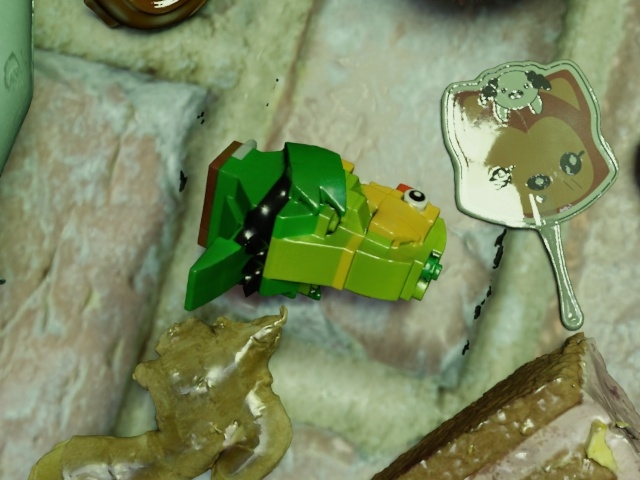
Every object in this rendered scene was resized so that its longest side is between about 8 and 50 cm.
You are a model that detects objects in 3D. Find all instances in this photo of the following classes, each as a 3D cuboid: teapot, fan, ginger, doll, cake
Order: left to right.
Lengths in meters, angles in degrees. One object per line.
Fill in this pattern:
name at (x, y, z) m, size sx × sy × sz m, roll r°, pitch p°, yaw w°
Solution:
teapot at (-0.133, -0.223, 0.635) m, size 0.129 × 0.078 × 0.098 m, roll -47°, pitch 124°, yaw 7°
ginger at (-0.114, 0.130, 0.591) m, size 0.214 × 0.059 × 0.132 m, roll -14°, pitch 90°, yaw 1°
doll at (-0.001, -0.006, 0.574) m, size 0.186 × 0.106 × 0.134 m, roll 5°, pitch 41°, yaw -13°
cake at (0.107, 0.187, 0.556) m, size 0.295 × 0.113 × 0.116 m, roll -40°, pitch 81°, yaw 2°
fan at (0.172, -0.037, 0.628) m, size 0.132 × 0.009 × 0.219 m, roll -11°, pitch 81°, yaw 1°

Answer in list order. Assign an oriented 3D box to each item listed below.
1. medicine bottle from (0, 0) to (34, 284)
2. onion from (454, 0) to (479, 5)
medicine bottle at (-0.317, -0.108, 0.539) m, size 0.245 × 0.245 × 0.289 m, roll -5°, pitch 83°, yaw 1°
onion at (0.146, -0.339, 0.601) m, size 0.349 × 0.159 × 0.267 m, roll -40°, pitch 94°, yaw -11°
